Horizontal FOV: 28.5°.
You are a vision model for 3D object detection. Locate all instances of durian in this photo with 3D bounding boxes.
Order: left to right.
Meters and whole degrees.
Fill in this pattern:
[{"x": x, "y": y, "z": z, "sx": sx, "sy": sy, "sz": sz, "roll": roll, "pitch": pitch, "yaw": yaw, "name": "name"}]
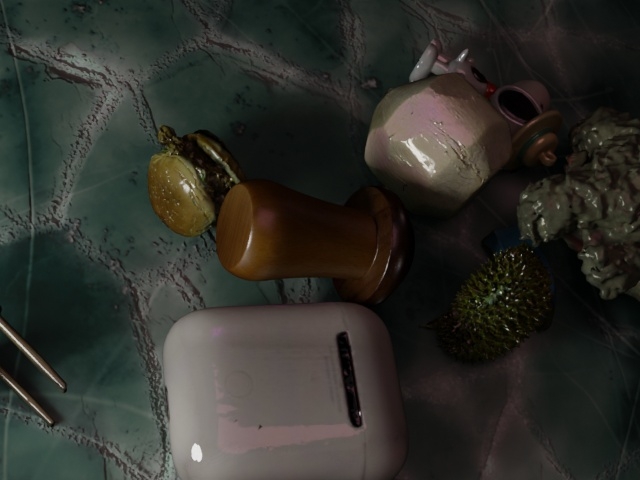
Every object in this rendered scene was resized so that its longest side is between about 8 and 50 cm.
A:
[{"x": 0.275, "y": 0.106, "z": 1.989, "sx": 0.221, "sy": 0.095, "sz": 0.137, "roll": -42, "pitch": 72, "yaw": 3, "name": "durian"}]

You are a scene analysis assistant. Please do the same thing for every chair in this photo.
[{"x": -0.495, "y": 0.175, "z": 1.707, "sx": 0.272, "sy": 0.188, "sz": 0.166, "roll": 44, "pitch": 59, "yaw": 5, "name": "chair"}]

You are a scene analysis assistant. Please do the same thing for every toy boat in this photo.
[{"x": 0.336, "y": 0.061, "z": 2.087, "sx": 0.075, "sy": 0.077, "sz": 0.185, "roll": -18, "pitch": 60, "yaw": -23, "name": "toy boat"}]

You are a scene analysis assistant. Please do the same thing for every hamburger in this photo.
[{"x": -0.202, "y": -0.098, "z": 1.951, "sx": 0.131, "sy": 0.159, "sz": 0.185, "roll": -32, "pitch": 95, "yaw": -25, "name": "hamburger"}]

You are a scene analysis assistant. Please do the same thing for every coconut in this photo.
[{"x": 0.187, "y": -0.166, "z": 2.064, "sx": 0.227, "sy": 0.227, "sz": 0.230, "roll": -39, "pitch": 83, "yaw": -29, "name": "coconut"}]

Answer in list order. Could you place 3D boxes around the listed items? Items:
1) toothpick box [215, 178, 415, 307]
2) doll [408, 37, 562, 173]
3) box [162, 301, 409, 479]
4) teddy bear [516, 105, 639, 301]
[{"x": 0.000, "y": 0.000, "z": 1.917, "sx": 0.294, "sy": 0.192, "sz": 0.192, "roll": 8, "pitch": 60, "yaw": -28, "name": "toothpick box"}, {"x": 0.284, "y": -0.232, "z": 2.192, "sx": 0.271, "sy": 0.144, "sz": 0.208, "roll": 20, "pitch": 39, "yaw": -9, "name": "doll"}, {"x": -0.050, "y": 0.229, "z": 1.832, "sx": 0.349, "sy": 0.141, "sz": 0.288, "roll": -1, "pitch": 62, "yaw": -17, "name": "box"}, {"x": 0.510, "y": -0.005, "z": 2.081, "sx": 0.357, "sy": 0.224, "sz": 0.367, "roll": -49, "pitch": 123, "yaw": -46, "name": "teddy bear"}]
